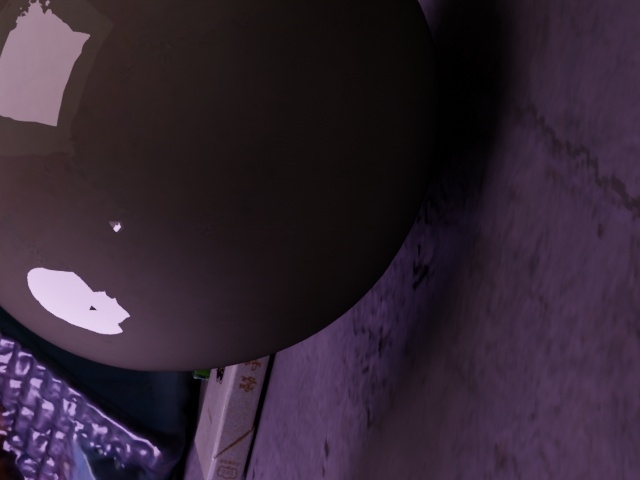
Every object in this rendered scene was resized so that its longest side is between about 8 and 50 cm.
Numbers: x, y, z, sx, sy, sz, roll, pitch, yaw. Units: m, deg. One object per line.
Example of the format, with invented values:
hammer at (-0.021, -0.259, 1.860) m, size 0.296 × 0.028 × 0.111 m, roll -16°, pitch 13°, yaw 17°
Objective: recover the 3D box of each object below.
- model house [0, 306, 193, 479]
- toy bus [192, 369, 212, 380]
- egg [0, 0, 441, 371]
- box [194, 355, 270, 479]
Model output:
model house at (-0.240, 0.158, 1.492) m, size 0.339 × 0.297 × 0.360 m, roll 58°, pitch 145°, yaw 28°
toy bus at (-0.062, 0.049, 1.183) m, size 0.031 × 0.037 × 0.083 m, roll -129°, pitch 52°, yaw -77°
egg at (-0.060, -0.051, 0.798) m, size 0.269 × 0.219 × 0.219 m, roll -18°, pitch 59°, yaw 58°
box at (-0.046, 0.061, 1.120) m, size 0.090 × 0.024 × 0.167 m, roll -123°, pitch 45°, yaw -75°
